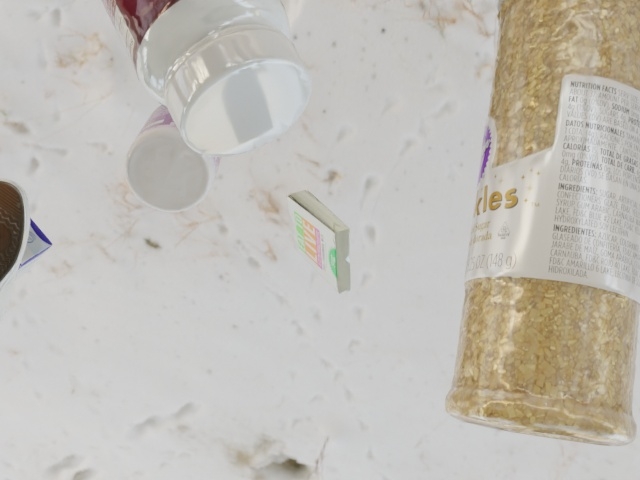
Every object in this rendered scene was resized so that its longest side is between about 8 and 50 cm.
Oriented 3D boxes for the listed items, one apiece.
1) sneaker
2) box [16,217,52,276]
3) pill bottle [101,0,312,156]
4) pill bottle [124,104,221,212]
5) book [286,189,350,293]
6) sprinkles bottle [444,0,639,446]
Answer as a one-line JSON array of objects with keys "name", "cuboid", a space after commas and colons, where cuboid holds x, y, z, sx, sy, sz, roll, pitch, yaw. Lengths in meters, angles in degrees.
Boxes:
[{"name": "sneaker", "cuboid": [-0.481, 0.042, 1.052, 0.106, 0.123, 0.290, 20, 99, -16]}, {"name": "box", "cuboid": [-0.531, 0.000, 1.246, 0.126, 0.072, 0.137, 51, 137, -6]}, {"name": "pill bottle", "cuboid": [-0.179, -0.325, 1.056, 0.224, 0.392, 0.224, -24, 156, -11]}, {"name": "pill bottle", "cuboid": [-0.282, -0.189, 1.517, 0.170, 0.301, 0.169, 0, 117, -1]}, {"name": "book", "cuboid": [0.000, 0.000, 1.058, 0.035, 0.144, 0.096, -15, 120, -22]}, {"name": "sprinkles bottle", "cuboid": [0.168, -0.046, 0.519, 0.121, 0.355, 0.121, 9, 167, 2]}]
